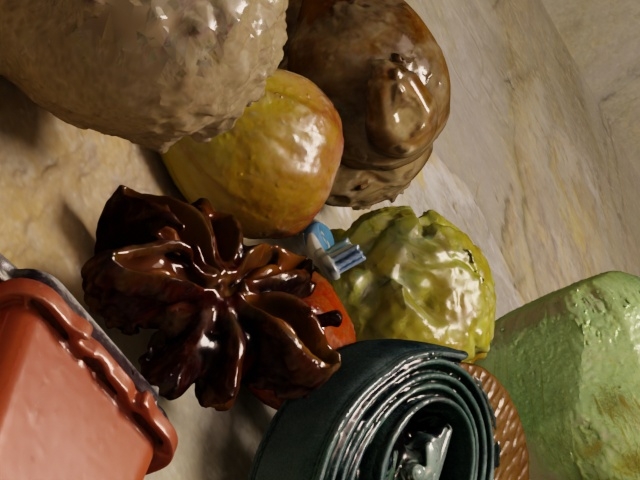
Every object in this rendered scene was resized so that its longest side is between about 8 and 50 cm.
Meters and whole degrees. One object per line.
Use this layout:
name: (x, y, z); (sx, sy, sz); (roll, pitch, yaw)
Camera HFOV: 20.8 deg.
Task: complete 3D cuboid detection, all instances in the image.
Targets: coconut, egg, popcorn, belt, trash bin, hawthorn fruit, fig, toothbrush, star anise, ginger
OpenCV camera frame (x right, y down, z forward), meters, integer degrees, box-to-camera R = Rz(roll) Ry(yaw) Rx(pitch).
coconut: (0.323, 0.207, 1.962); (0.281, 0.328, 0.328); (34, 33, -85)
egg: (-0.158, -0.218, 1.325); (0.279, 0.279, 0.310); (6, 60, -66)
popcorn: (0.073, 0.056, 1.713); (0.198, 0.212, 0.198); (-21, 118, -45)
belt: (0.047, 0.194, 1.451); (0.206, 0.116, 0.267); (53, 55, -31)
trash bin: (-0.201, 0.141, 0.972); (0.184, 0.161, 0.238); (54, 27, -28)
hawthorn fruit: (-0.027, 0.087, 1.509); (0.128, 0.128, 0.128); (50, 26, -35)
fig: (-0.099, -0.110, 1.548); (0.257, 0.159, 0.159); (35, 33, -24)
toothbrush: (-0.004, 0.002, 1.596); (0.040, 0.040, 0.386); (63, -4, -7)
star anise: (-0.093, 0.056, 1.360); (0.220, 0.126, 0.190); (38, 21, -8)
ginger: (0.031, -0.149, 1.724); (0.375, 0.176, 0.256); (-162, -126, -80)

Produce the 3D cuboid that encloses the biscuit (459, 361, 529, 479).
biscuit: (0.108, 0.240, 1.620); (0.262, 0.037, 0.262); (-6, 99, -48)
